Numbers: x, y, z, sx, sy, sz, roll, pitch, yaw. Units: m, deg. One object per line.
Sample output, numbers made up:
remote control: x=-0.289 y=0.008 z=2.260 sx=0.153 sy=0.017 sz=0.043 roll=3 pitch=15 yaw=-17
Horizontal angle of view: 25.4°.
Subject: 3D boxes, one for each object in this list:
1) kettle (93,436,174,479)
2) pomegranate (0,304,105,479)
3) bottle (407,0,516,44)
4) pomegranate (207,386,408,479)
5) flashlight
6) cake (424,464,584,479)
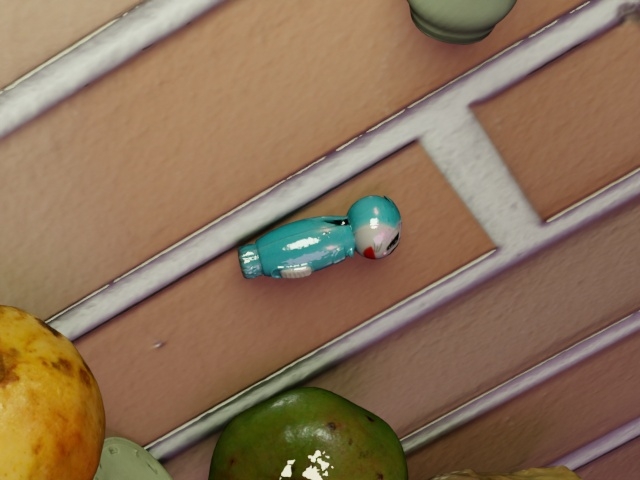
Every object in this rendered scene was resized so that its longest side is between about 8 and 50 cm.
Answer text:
kettle: x=-0.235 y=0.304 z=1.263 sx=0.255 sy=0.165 sz=0.240 roll=-34 pitch=171 yaw=15
pomegranate: x=-0.261 y=0.151 z=0.995 sx=0.215 sy=0.215 sz=0.215 roll=-15 pitch=143 yaw=-11
bottle: x=0.101 y=-0.229 z=0.824 sx=0.096 sy=0.079 sz=0.253 roll=-48 pitch=158 yaw=-36
pomegranate: x=-0.010 y=0.223 z=1.272 sx=0.187 sy=0.187 sz=0.225 roll=-22 pitch=174 yaw=-2
flashlight: x=0.000 y=0.000 z=1.087 sx=0.129 sy=0.051 sz=0.051 roll=-14 pitch=144 yaw=-3
cake: x=0.128 y=0.390 z=1.422 sx=0.321 sy=0.332 sz=0.332 roll=0 pitch=138 yaw=-26
